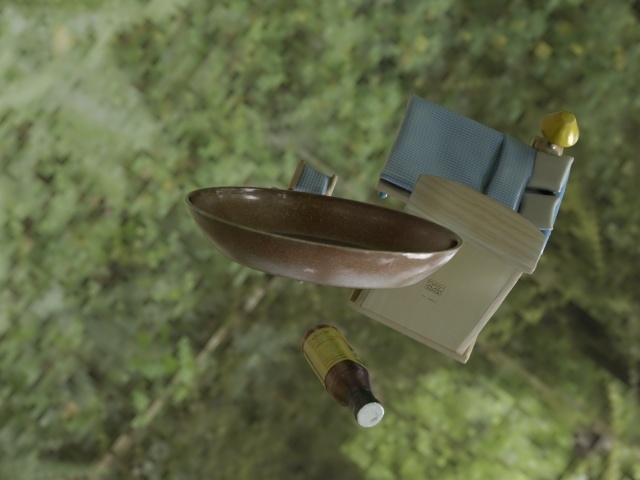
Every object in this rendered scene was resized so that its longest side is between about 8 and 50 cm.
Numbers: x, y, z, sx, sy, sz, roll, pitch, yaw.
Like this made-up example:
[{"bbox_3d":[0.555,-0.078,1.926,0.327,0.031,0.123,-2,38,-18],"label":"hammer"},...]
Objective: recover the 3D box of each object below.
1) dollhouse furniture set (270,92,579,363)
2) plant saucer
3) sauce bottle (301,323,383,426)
[{"bbox_3d":[0.122,-0.084,1.999,0.303,0.286,0.198,-65,-177,-36],"label":"dollhouse furniture set"},{"bbox_3d":[0.000,0.000,1.376,0.198,0.198,0.036,-33,133,-76],"label":"plant saucer"},{"bbox_3d":[0.021,0.122,1.742,0.042,0.042,0.128,-54,-145,14],"label":"sauce bottle"}]
